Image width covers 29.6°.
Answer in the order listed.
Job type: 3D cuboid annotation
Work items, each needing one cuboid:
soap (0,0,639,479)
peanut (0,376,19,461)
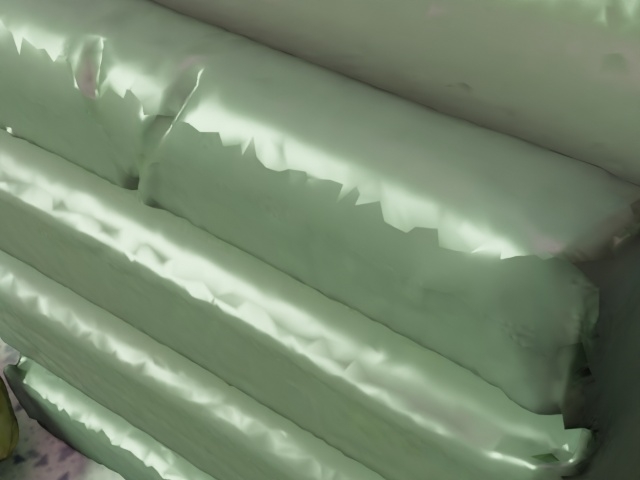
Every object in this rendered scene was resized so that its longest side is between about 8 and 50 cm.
[{"bbox_3d":[0.000,0.000,0.601,0.435,0.350,0.213,24,52,35],"label":"soap"},{"bbox_3d":[-0.317,0.083,0.774,0.290,0.130,0.130,23,59,25],"label":"peanut"}]
